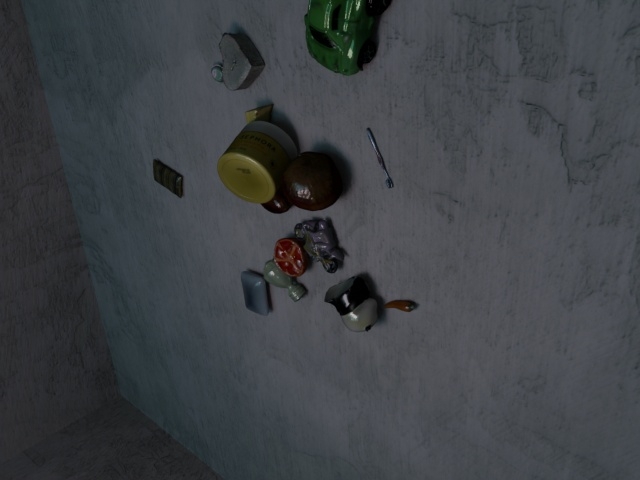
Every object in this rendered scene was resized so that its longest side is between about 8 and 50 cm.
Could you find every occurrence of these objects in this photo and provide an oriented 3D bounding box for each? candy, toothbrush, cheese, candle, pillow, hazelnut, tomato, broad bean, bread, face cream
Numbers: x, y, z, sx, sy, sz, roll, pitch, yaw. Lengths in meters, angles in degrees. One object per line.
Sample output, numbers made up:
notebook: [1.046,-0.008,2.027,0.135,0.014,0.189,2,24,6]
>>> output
candy: [-0.270,0.218,2.371,0.138,0.071,0.174,15,120,41]
toothbrush: [0.175,-0.246,1.709,0.013,0.019,0.193,-18,95,49]
cheese: [-0.353,-0.593,2.062,0.121,0.026,0.067,33,131,19]
candle: [-0.269,-0.602,1.938,0.168,0.068,0.192,23,125,37]
pillow: [-0.688,-0.277,2.566,0.203,0.038,0.113,31,130,30]
hazelnut: [-0.024,-0.176,1.840,0.208,0.208,0.208,23,126,37]
tomato: [-0.099,0.055,2.108,0.156,0.069,0.155,15,116,34]
broad bean: [-0.169,-0.148,2.065,0.165,0.084,0.114,4,116,52]
bread: [-0.206,-0.404,1.965,0.080,0.084,0.109,7,115,46]
face cream: [-0.210,-0.260,1.916,0.218,0.179,0.218,18,142,15]

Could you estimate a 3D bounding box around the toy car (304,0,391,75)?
toy car: [0.048,-0.625,1.520,0.213,0.176,0.358,39,134,27]

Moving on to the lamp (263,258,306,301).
lamp: [-0.139,0.150,2.187,0.193,0.106,0.106,46,137,4]

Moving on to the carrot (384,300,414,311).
carrot: [0.255,0.212,1.858,0.142,0.035,0.035,-2,109,54]

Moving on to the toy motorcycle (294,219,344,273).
toy motorcycle: [0.000,0.000,1.978,0.225,0.073,0.152,49,135,17]

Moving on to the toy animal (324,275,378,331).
toy animal: [0.116,0.221,1.939,0.179,0.138,0.166,56,159,-4]
